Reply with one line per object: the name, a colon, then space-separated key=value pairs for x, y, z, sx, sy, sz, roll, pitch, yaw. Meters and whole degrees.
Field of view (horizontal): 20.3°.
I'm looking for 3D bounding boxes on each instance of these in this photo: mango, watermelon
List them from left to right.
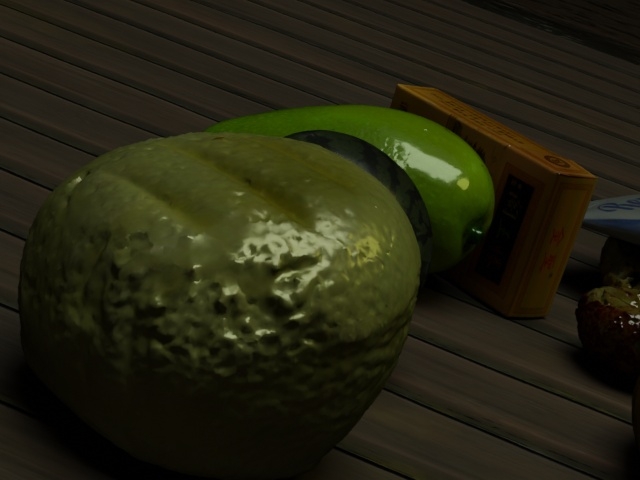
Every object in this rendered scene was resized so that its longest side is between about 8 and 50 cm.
watermelon: x=0.000 y=0.000 z=1.664 sx=0.212 sy=0.212 sz=0.212 roll=16 pitch=17 yaw=-5
mango: x=0.022 y=-0.067 z=1.950 sx=0.343 sy=0.156 sz=0.192 roll=15 pitch=43 yaw=10

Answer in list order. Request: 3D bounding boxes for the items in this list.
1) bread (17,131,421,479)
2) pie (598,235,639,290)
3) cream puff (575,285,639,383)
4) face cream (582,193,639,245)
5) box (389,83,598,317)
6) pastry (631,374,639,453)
bread: x=-0.077 y=0.038 z=1.413 sx=0.320 sy=0.237 sz=0.320 roll=14 pitch=15 yaw=-4
pie: x=0.461 y=0.062 z=2.132 sx=0.308 sy=0.085 sz=0.308 roll=15 pitch=18 yaw=-5
cream puff: x=0.337 y=0.104 z=1.883 sx=0.149 sy=0.084 sz=0.149 roll=18 pitch=14 yaw=-4
face cream: x=0.493 y=0.002 z=2.072 sx=0.420 sy=0.137 sz=0.234 roll=15 pitch=19 yaw=41
box: x=0.171 y=-0.049 z=2.031 sx=0.076 sy=0.174 sz=0.274 roll=0 pitch=24 yaw=-42
pastry: x=0.448 y=0.191 z=1.614 sx=0.356 sy=0.164 sz=0.356 roll=19 pitch=12 yaw=-4
